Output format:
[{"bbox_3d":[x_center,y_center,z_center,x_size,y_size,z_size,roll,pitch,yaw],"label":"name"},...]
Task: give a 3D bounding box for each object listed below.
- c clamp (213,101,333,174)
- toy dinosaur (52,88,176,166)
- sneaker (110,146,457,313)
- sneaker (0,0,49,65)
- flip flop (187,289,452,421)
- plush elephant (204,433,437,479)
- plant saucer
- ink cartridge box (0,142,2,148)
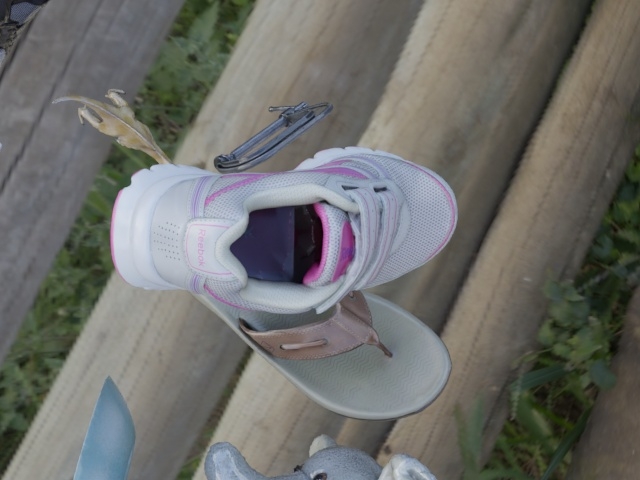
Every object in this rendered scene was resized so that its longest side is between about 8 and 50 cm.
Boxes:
[{"bbox_3d":[-0.053,-0.107,1.201,0.137,0.160,0.022,-6,118,47],"label":"c clamp"},{"bbox_3d":[-0.200,-0.119,1.143,0.053,0.183,0.092,-51,44,-1],"label":"toy dinosaur"},{"bbox_3d":[0.000,0.000,0.737,0.111,0.252,0.103,20,114,51],"label":"sneaker"},{"bbox_3d":[-0.252,-0.220,0.965,0.153,0.268,0.101,-30,97,-6],"label":"sneaker"},{"bbox_3d":[-0.015,0.056,0.976,0.277,0.080,0.112,37,78,4],"label":"flip flop"},{"bbox_3d":[-0.019,0.283,0.983,0.330,0.272,0.255,13,72,-23],"label":"plush elephant"},{"bbox_3d":[-0.184,0.211,0.954,0.037,0.195,0.195,13,90,-6],"label":"plant saucer"},{"bbox_3d":[-0.434,-0.008,1.216,0.092,0.218,0.158,27,132,-11],"label":"ink cartridge box"}]
